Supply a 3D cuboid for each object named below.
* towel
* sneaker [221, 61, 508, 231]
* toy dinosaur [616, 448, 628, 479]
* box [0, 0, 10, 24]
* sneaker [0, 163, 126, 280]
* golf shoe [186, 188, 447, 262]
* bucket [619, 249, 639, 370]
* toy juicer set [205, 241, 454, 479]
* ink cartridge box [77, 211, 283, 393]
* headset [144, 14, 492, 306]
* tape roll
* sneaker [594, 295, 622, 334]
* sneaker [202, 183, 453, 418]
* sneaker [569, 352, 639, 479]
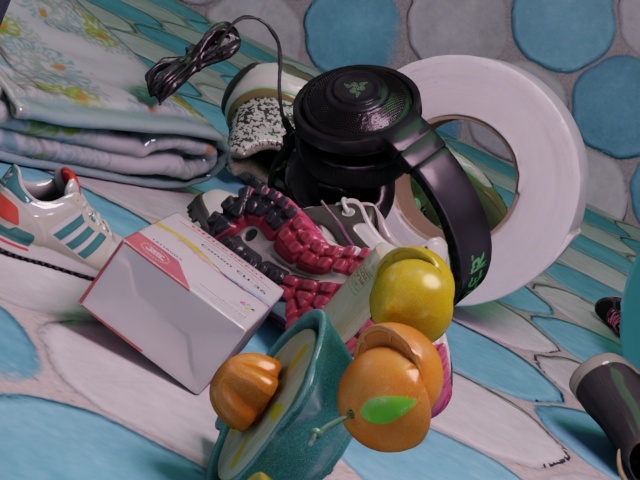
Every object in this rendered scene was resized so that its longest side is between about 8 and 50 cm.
[{"bbox_3d":[-0.304,-0.192,1.714,0.320,0.090,0.374,47,20,28],"label":"towel"},{"bbox_3d":[0.044,-0.051,1.991,0.410,0.158,0.182,27,42,-5],"label":"sneaker"},{"bbox_3d":[0.290,0.243,1.338,0.183,0.053,0.092,42,3,32],"label":"toy dinosaur"},{"bbox_3d":[-0.415,-0.249,1.356,0.212,0.293,0.395,19,14,-31],"label":"box"},{"bbox_3d":[-0.201,-0.016,1.322,0.161,0.075,0.057,17,14,-36],"label":"sneaker"},{"bbox_3d":[0.000,0.000,1.588,0.273,0.120,0.105,28,13,15],"label":"golf shoe"},{"bbox_3d":[0.501,0.090,1.917,0.183,0.281,0.281,15,15,-22],"label":"bucket"},{"bbox_3d":[-0.007,0.075,1.000,0.089,0.209,0.329,32,11,-12],"label":"toy juicer set"},{"bbox_3d":[-0.101,0.041,1.263,0.115,0.067,0.198,37,12,2],"label":"ink cartridge box"},{"bbox_3d":[0.002,-0.075,1.661,0.185,0.243,0.394,-34,74,-28],"label":"headset"},{"bbox_3d":[0.161,-0.069,1.827,0.286,0.286,0.100,28,11,11],"label":"tape roll"},{"bbox_3d":[0.416,0.112,2.189,0.057,0.047,0.119,-3,28,-45],"label":"sneaker"},{"bbox_3d":[0.020,0.055,1.397,0.299,0.121,0.112,43,0,42],"label":"sneaker"},{"bbox_3d":[0.337,0.200,1.574,0.222,0.083,0.118,26,28,-38],"label":"sneaker"}]
